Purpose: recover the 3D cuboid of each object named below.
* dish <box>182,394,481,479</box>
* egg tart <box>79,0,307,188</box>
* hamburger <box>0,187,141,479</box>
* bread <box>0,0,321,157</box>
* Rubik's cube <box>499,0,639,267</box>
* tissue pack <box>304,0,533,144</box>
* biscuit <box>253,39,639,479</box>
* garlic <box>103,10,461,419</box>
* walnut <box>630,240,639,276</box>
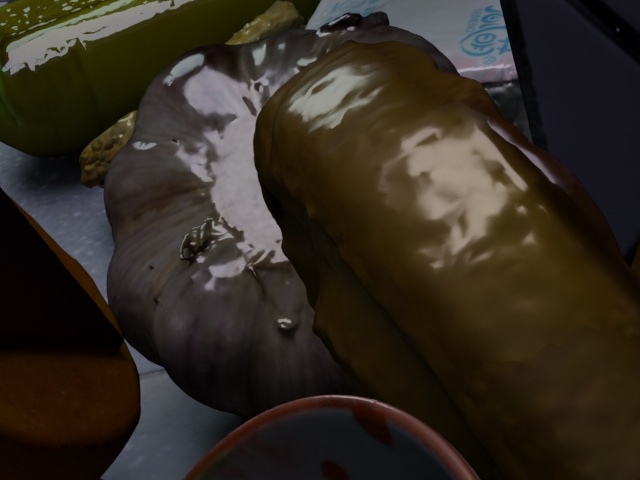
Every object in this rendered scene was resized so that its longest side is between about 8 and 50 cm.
[{"bbox_3d":[0.017,0.191,0.713,0.085,0.260,0.260,16,5,-37],"label":"dish"},{"bbox_3d":[-0.077,-0.082,1.324,0.191,0.074,0.191,-35,6,4],"label":"egg tart"},{"bbox_3d":[-0.243,0.078,0.952,0.225,0.291,0.291,-53,21,18],"label":"hamburger"},{"bbox_3d":[-0.080,-0.164,1.479,0.383,0.112,0.166,-22,24,-9],"label":"bread"},{"bbox_3d":[0.266,-0.110,1.013,0.259,0.255,0.260,3,34,36],"label":"Rubik's cube"},{"bbox_3d":[0.086,-0.110,1.272,0.201,0.124,0.271,-11,29,21],"label":"tissue pack"},{"bbox_3d":[0.068,0.057,0.790,0.102,0.296,0.296,-34,30,-9],"label":"biscuit"},{"bbox_3d":[0.000,0.000,1.078,0.245,0.160,0.245,-8,59,13],"label":"garlic"},{"bbox_3d":[0.233,0.048,0.803,0.209,0.209,0.336,-25,27,-14],"label":"walnut"}]
